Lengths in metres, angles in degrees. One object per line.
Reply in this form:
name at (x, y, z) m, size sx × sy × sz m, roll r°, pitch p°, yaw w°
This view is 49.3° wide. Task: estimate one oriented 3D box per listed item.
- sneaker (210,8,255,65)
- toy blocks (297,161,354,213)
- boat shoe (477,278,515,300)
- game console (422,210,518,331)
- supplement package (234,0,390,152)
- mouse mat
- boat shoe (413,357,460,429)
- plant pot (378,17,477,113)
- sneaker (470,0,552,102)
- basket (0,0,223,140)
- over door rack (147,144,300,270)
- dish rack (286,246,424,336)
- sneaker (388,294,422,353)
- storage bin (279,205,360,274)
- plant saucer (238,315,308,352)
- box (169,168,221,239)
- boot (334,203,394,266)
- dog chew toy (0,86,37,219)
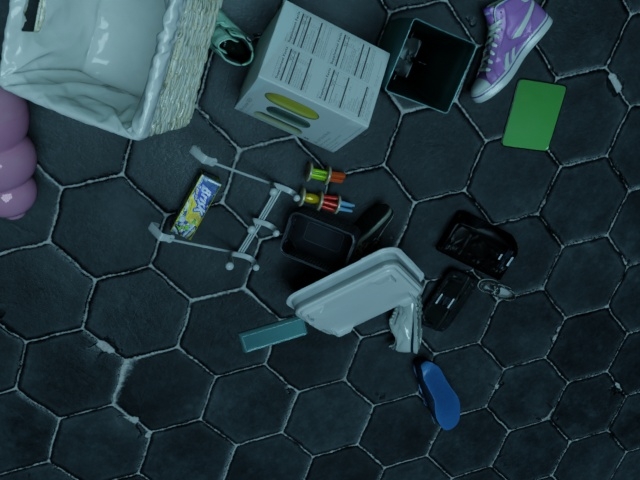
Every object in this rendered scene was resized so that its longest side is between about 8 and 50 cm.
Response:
sneaker at (-0.246, -0.483, 1.537) m, size 0.256 × 0.151 × 0.094 m, roll 34°, pitch 102°, yaw -24°
toy blocks at (0.026, -0.132, 1.810) m, size 0.148 × 0.054 × 0.123 m, roll 11°, pitch 110°, yaw -18°
boat shoe at (0.524, 0.149, 2.066) m, size 0.125 × 0.038 × 0.046 m, roll 22°, pitch 107°, yaw -21°
game console at (0.396, 0.104, 2.006) m, size 0.213 × 0.044 × 0.361 m, roll 26°, pitch 108°, yaw -14°
supplement package at (-0.022, -0.359, 1.573) m, size 0.263 × 0.199 × 0.198 m, roll 22°, pitch 73°, yaw -17°
mouse mat at (0.579, -0.338, 1.889) m, size 0.153 × 0.007 × 0.189 m, roll 5°, pitch 112°, yaw -16°
boat shoe at (0.358, 0.460, 2.135) m, size 0.109 × 0.089 × 0.258 m, roll -25°, pitch 112°, yaw -17°
plant pot at (0.217, -0.422, 1.634) m, size 0.165 × 0.234 × 0.165 m, roll 16°, pitch 107°, yaw -20°
sneaker at (0.433, -0.492, 1.742) m, size 0.161 × 0.102 × 0.282 m, roll 36°, pitch 90°, yaw -21°
basket at (-0.406, -0.411, 1.402) m, size 0.331 × 0.266 × 0.328 m, roll 22°, pitch 108°, yaw 9°
over door rack at (-0.221, -0.059, 1.705) m, size 0.324 × 0.108 × 0.239 m, roll 21°, pitch 106°, yaw -42°
dish rack at (0.105, 0.154, 1.841) m, size 0.333 × 0.072 × 0.285 m, roll -27°, pitch 150°, yaw 15°
sneaker at (0.242, 0.212, 2.000) m, size 0.095 × 0.090 × 0.235 m, roll 5°, pitch 102°, yaw 21°
storage bin at (0.000, 0.000, 1.804) m, size 0.180 × 0.084 × 0.122 m, roll 22°, pitch 108°, yaw 7°
plant saucer at (-0.131, 0.265, 1.962) m, size 0.192 × 0.018 × 0.067 m, roll -16°, pitch 115°, yaw -6°
box at (-0.313, -0.091, 1.742) m, size 0.059 × 0.054 × 0.169 m, roll 26°, pitch 105°, yaw -23°
boot at (0.157, 0.027, 1.897) m, size 0.178 × 0.085 × 0.236 m, roll 33°, pitch 108°, yaw -26°
dog chew toy at (-0.718, -0.196, 1.523) m, size 0.207 × 0.206 × 0.332 m, roll -13°, pitch 123°, yaw -9°
